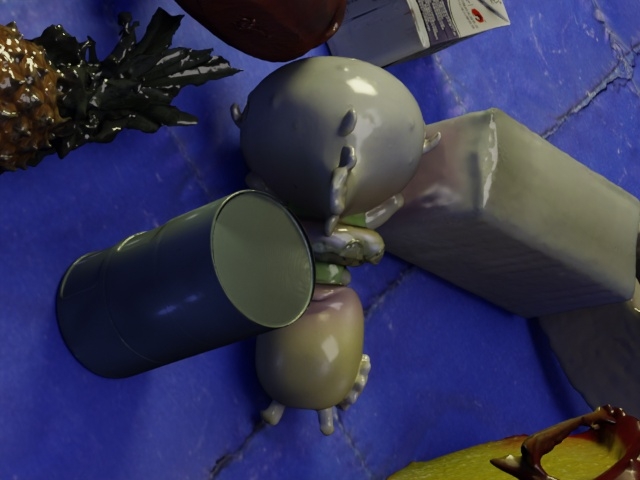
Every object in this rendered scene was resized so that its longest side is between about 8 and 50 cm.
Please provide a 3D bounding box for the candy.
[{"bbox_3d":[0.218,-0.026,1.693,0.359,0.208,0.145,26,63,-42],"label":"candy"}]

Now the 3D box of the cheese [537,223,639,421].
[{"bbox_3d":[0.445,0.113,1.910,0.332,0.153,0.292,58,36,-1],"label":"cheese"}]

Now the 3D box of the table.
[{"bbox_3d":[-0.125,0.044,1.254,0.126,0.220,0.126,20,62,-42],"label":"table"}]

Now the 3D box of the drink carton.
[{"bbox_3d":[0.120,-0.279,1.730,0.222,0.134,0.102,-22,92,-51],"label":"drink carton"}]

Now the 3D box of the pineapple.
[{"bbox_3d":[-0.241,-0.129,1.239,0.364,0.165,0.165,-10,84,-53],"label":"pineapple"}]

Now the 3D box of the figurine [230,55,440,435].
[{"bbox_3d":[0.000,0.000,1.428,0.227,0.274,0.394,8,83,-2],"label":"figurine"}]

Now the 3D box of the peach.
[{"bbox_3d":[0.232,0.349,1.456,0.406,0.335,0.310,-9,81,-56],"label":"peach"}]

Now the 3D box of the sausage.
[{"bbox_3d":[-0.066,-0.270,1.379,0.280,0.152,0.152,23,57,-69],"label":"sausage"}]
